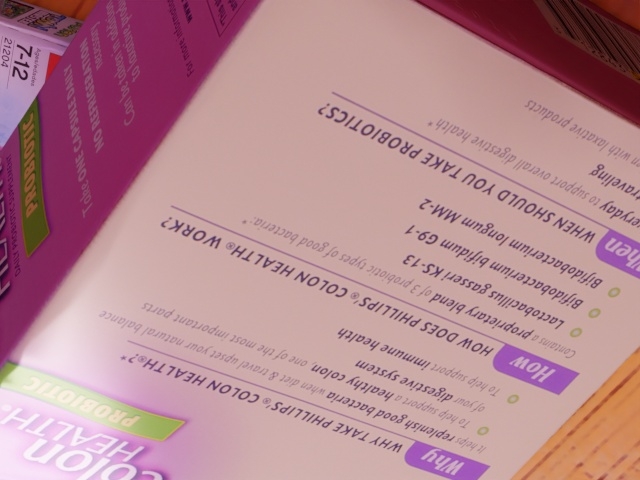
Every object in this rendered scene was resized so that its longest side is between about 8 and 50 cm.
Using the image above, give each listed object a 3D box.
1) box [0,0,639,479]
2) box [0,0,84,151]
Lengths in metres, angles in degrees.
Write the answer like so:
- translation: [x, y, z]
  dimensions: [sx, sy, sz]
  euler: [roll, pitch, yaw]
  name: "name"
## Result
- translation: [0.000, 0.000, 0.532]
  dimensions: [0.213, 0.117, 0.243]
  euler: [23, 119, -30]
  name: "box"
- translation: [-0.163, -0.013, 0.665]
  dimensions: [0.114, 0.036, 0.207]
  euler: [19, 114, 8]
  name: "box"
